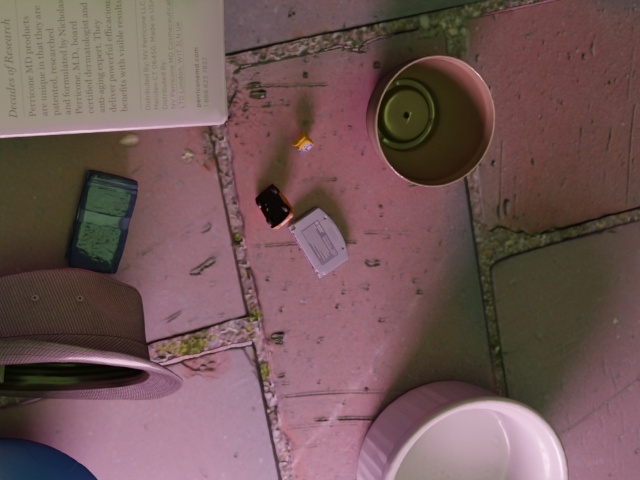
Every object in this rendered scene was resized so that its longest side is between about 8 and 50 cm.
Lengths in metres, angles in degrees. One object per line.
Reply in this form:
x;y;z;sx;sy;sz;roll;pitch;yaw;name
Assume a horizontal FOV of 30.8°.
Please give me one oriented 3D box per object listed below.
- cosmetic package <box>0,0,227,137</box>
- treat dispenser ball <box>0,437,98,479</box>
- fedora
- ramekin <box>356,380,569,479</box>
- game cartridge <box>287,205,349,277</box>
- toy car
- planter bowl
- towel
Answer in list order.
-0.346;-0.198;1.226;0.453;0.230;0.161;-5;104;-18;cosmetic package
-0.363;0.366;1.307;0.288;0.288;0.288;-4;103;-19;treat dispenser ball
-0.296;0.106;1.339;0.276;0.243;0.124;2;71;-12;fedora
0.184;0.324;1.579;0.277;0.135;0.277;-4;103;-19;ramekin
0.000;0.000;1.509;0.056;0.017;0.083;-33;110;-7;game cartridge
-0.031;-0.070;1.463;0.122;0.060;0.040;-55;145;5;toy car
0.124;-0.156;1.470;0.162;0.109;0.162;-4;103;-20;planter bowl
-0.263;-0.021;1.401;0.067;0.029;0.119;13;96;-22;towel
